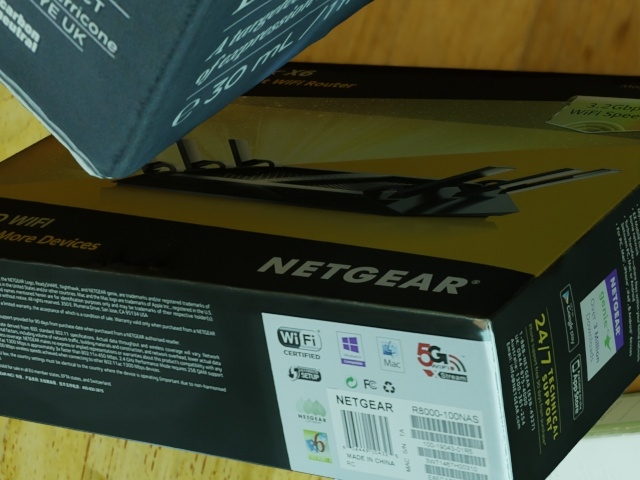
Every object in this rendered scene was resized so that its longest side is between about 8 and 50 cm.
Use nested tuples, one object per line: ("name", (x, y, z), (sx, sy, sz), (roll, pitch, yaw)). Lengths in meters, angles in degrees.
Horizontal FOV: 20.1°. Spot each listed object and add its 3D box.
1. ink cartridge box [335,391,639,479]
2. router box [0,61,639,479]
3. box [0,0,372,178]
("ink cartridge box", (0.136, 0.164, 0.889), (0.235, 0.056, 0.171), (-11, 106, 42))
("router box", (0.000, 0.000, 0.775), (0.309, 0.243, 0.081), (6, 116, 33))
("box", (0.016, -0.258, 0.555), (0.212, 0.293, 0.395), (44, 141, 8))
